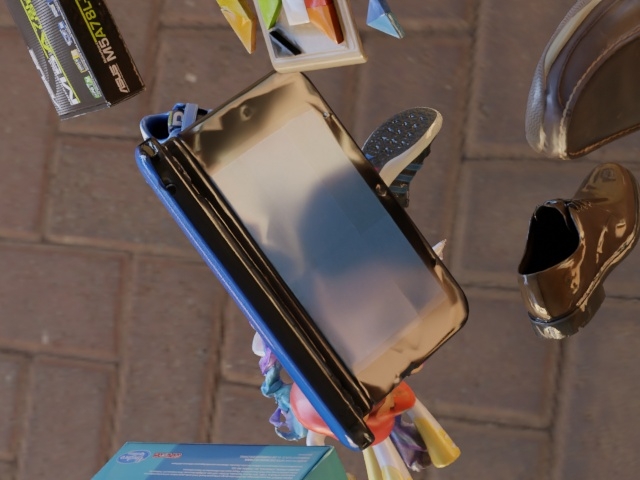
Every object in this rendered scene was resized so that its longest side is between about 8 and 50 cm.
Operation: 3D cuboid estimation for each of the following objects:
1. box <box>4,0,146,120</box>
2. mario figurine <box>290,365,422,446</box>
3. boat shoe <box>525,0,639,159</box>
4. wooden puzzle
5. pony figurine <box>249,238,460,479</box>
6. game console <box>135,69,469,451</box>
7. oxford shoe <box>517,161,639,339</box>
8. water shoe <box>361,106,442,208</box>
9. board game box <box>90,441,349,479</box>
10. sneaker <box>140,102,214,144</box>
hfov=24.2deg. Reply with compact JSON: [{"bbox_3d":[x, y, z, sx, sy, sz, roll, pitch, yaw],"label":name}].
[{"bbox_3d":[-0.233,-0.203,1.315,0.184,0.045,0.191,2,118,65],"label":"box"},{"bbox_3d":[0.060,0.077,1.572,0.170,0.198,0.321,9,127,14],"label":"mario figurine"},{"bbox_3d":[0.320,-0.176,1.263,0.355,0.132,0.130,-38,51,-23],"label":"boat shoe"},{"bbox_3d":[-0.012,-0.127,0.828,0.116,0.014,0.079,-11,110,44],"label":"wooden puzzle"},{"bbox_3d":[0.047,0.167,1.994,0.302,0.351,0.363,-27,95,25],"label":"pony figurine"},{"bbox_3d":[0.000,0.000,1.245,0.173,0.250,0.293,-37,92,-3],"label":"game console"},{"bbox_3d":[0.255,-0.014,1.463,0.082,0.227,0.096,-7,125,36],"label":"oxford shoe"},{"bbox_3d":[0.083,-0.079,1.850,0.073,0.080,0.203,26,67,39],"label":"water shoe"},{"bbox_3d":[-0.158,0.300,1.249,0.253,0.336,0.079,-5,118,38],"label":"board game box"},{"bbox_3d":[-0.129,-0.117,1.598,0.144,0.059,0.053,-8,55,26],"label":"sneaker"}]
